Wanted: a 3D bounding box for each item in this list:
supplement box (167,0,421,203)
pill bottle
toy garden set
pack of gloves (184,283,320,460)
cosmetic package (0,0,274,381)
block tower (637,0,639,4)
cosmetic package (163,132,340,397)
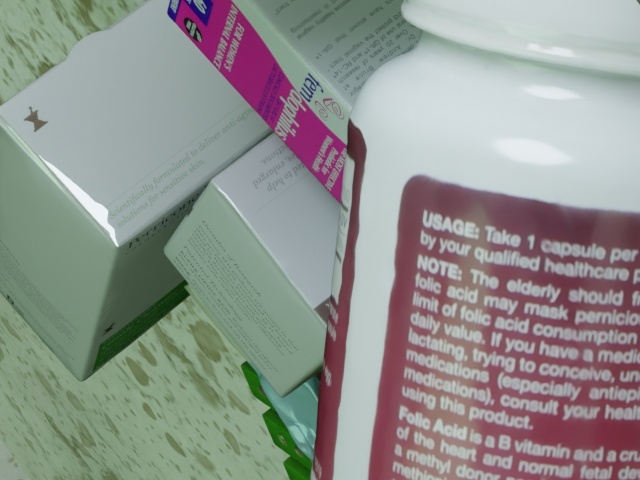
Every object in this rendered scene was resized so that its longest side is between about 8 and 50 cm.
[{"bbox_3d":[0.016,-0.124,1.206,0.220,0.114,0.111,47,157,8],"label":"supplement box"},{"bbox_3d":[0.117,0.029,0.913,0.224,0.224,0.392,25,114,48],"label":"pill bottle"},{"bbox_3d":[0.015,0.183,1.764,0.204,0.049,0.244,29,148,47],"label":"toy garden set"},{"bbox_3d":[-0.006,0.112,1.607,0.195,0.046,0.232,-26,103,46],"label":"pack of gloves"},{"bbox_3d":[-0.169,-0.039,1.588,0.155,0.197,0.365,48,159,7],"label":"cosmetic package"},{"bbox_3d":[0.234,-0.053,0.761,0.097,0.091,0.335,27,170,45],"label":"block tower"},{"bbox_3d":[0.000,0.000,1.372,0.151,0.151,0.183,51,157,3],"label":"cosmetic package"}]
